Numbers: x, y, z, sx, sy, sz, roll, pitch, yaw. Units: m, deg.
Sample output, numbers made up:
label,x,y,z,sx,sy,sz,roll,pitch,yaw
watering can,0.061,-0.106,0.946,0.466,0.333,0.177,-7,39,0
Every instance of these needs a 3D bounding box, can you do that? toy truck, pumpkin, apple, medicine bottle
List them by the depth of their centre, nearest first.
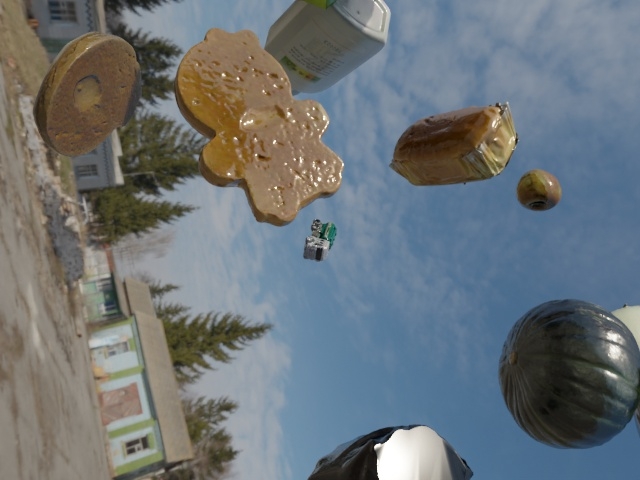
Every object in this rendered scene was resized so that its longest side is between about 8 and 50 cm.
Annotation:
label,x,y,z,sx,sy,sz,roll,pitch,yaw
toy truck,0.000,0.000,0.753,0.083,0.044,0.039,-69,171,-56
pumpkin,0.413,0.222,0.769,0.216,0.250,0.250,32,-41,10
medicine bottle,-0.014,-0.419,1.010,0.324,0.179,0.124,-18,-122,53
apple,0.580,-0.135,1.240,0.099,0.114,0.102,78,24,-65

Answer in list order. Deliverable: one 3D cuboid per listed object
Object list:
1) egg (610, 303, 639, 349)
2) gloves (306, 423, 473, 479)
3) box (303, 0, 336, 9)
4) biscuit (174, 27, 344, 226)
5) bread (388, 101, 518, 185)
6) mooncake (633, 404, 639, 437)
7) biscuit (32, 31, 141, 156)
label,x,y,z,sx,sy,sz,roll,pitch,yaw
egg,0.702,0.303,1.083,0.162,0.206,0.271,-120,-150,-57
gloves,0.069,0.324,0.575,0.152,0.197,0.301,54,-43,45
box,0.034,-0.547,0.862,0.187,0.335,0.047,30,-29,21
biscuit,-0.059,-0.100,0.415,0.184,0.133,0.027,45,-25,-4
bread,0.257,-0.189,0.934,0.107,0.136,0.241,42,-20,-29
mooncake,0.652,0.284,0.770,0.245,0.245,0.133,133,-43,-60
biscuit,-0.357,-0.225,0.716,0.049,0.208,0.181,27,-36,5
